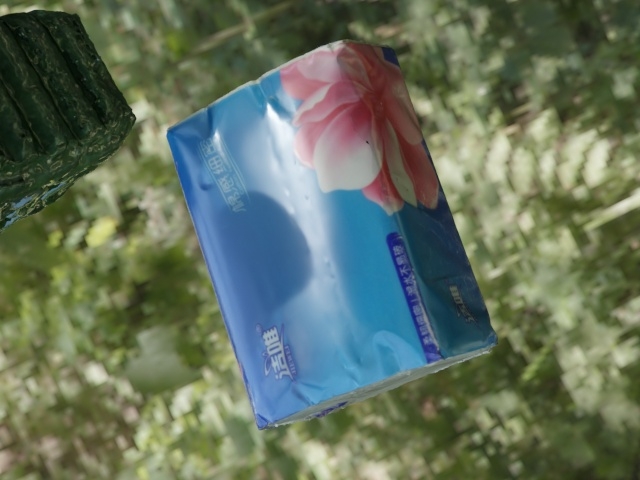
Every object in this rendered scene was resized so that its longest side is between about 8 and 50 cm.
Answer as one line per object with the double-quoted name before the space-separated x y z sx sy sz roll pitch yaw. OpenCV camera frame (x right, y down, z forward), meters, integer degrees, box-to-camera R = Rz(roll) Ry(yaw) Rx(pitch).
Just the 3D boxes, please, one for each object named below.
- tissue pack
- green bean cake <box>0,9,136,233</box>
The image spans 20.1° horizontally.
"tissue pack" 0.000 0.000 1.455 0.209 0.137 0.270 -23 81 36
"green bean cake" -0.364 -0.070 1.692 0.308 0.300 0.169 -31 88 31
